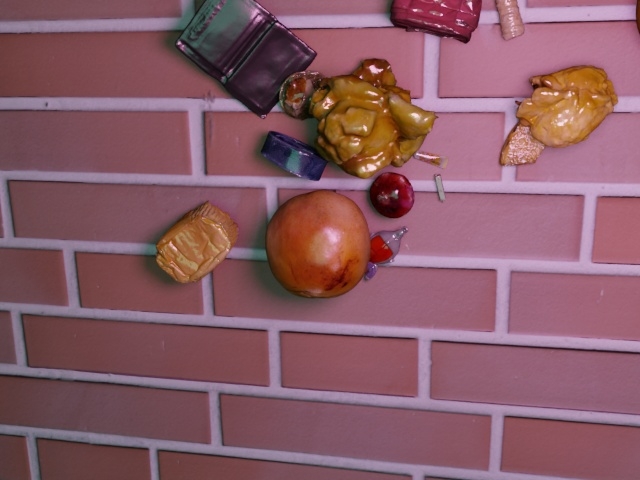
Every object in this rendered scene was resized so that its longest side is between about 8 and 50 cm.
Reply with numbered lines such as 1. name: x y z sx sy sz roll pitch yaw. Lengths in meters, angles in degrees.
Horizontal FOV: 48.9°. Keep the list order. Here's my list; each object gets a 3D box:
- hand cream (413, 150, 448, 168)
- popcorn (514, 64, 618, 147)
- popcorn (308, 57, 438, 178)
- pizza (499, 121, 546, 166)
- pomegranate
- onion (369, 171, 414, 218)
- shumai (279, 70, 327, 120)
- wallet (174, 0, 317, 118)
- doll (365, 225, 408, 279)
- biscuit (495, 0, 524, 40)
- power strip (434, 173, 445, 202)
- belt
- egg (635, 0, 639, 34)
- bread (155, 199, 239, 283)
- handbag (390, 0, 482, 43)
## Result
1. hand cream: 0.299 -0.227 1.932 0.102 0.022 0.035 18 100 2
2. popcorn: 0.614 -0.332 1.749 0.253 0.191 0.190 -8 102 14
3. popcorn: 0.140 -0.292 1.830 0.290 0.325 0.321 -55 48 24
4. pizza: 0.543 -0.258 1.865 0.099 0.036 0.160 30 109 3
5. pomegranate: 0.000 0.000 1.926 0.319 0.319 0.319 3 105 11
6. onion: 0.195 -0.126 1.928 0.131 0.131 0.131 3 105 11
7. shumai: -0.050 -0.389 1.907 0.145 0.116 0.145 1 108 2
8. wallet: -0.205 -0.514 1.906 0.323 0.041 0.247 37 111 -20
9. doll: 0.165 0.030 1.998 0.102 0.075 0.227 49 118 6
10. biscuit: 0.463 -0.619 1.776 0.061 0.055 0.219 -19 100 1
11. power strip: 0.332 -0.144 1.944 0.017 0.027 0.083 -13 103 14
12. belt: -0.075 -0.233 1.943 0.190 0.141 0.082 27 106 5
13. egg: 0.884 -0.510 1.618 0.322 0.250 0.250 37 109 -9
14. bread: -0.361 0.007 2.069 0.250 0.133 0.179 -41 94 19
15. handbag: 0.291 -0.581 1.776 0.225 0.146 0.135 17 102 7
